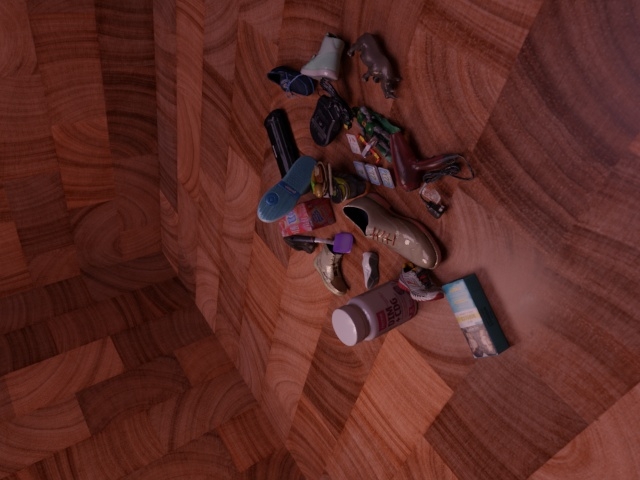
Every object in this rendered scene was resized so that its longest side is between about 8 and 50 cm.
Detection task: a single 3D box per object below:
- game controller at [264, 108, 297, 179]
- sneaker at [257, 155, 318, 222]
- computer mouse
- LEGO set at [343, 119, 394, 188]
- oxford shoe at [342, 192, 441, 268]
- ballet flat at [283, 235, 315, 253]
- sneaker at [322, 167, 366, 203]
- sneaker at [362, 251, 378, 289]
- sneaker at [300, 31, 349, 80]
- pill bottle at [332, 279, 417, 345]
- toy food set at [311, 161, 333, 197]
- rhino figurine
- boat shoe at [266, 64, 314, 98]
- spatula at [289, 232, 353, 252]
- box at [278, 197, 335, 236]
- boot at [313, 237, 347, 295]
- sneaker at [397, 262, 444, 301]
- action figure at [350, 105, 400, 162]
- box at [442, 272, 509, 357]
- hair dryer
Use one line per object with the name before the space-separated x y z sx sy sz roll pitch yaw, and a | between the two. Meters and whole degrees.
game controller | -0.167 -0.408 2.102 0.166 0.067 0.320 171 82 -71
sneaker | -0.127 -0.188 1.949 0.127 0.319 0.208 43 173 1
computer mouse | 0.039 -0.443 1.739 0.189 0.072 0.272 56 154 10
LEGO set | 0.145 -0.284 1.621 0.182 0.060 0.244 28 150 50
oxford shoe | 0.231 -0.018 1.621 0.397 0.146 0.141 40 136 38
ballet flat | -0.094 0.010 2.206 0.084 0.058 0.249 45 164 -28
sneaker | 0.073 -0.208 1.798 0.300 0.121 0.111 -130 37 -61
sneaker | 0.189 0.113 1.846 0.061 0.053 0.152 30 124 57
sneaker | 0.015 -0.645 1.691 0.256 0.094 0.151 35 111 61
pill bottle | 0.190 0.256 1.696 0.160 0.282 0.161 31 131 44
toy food set | -0.004 -0.223 1.762 0.192 0.038 0.133 -164 68 -72
rhino figurine | 0.178 -0.540 1.501 0.243 0.073 0.106 61 149 12
boat shoe | -0.121 -0.611 1.878 0.258 0.089 0.109 35 145 47
spatula | 0.000 0.000 1.969 0.296 0.030 0.084 6 76 26
box | -0.067 -0.100 2.036 0.256 0.128 0.123 -10 98 58
boot | 0.060 0.112 2.009 0.213 0.077 0.165 55 142 24
sneaker | 0.326 0.138 1.591 0.225 0.087 0.093 -146 53 -61
action figure | 0.173 -0.378 1.607 0.232 0.063 0.137 53 147 31
box | 0.473 0.232 1.473 0.100 0.060 0.245 -35 77 56
hair dryer | 0.320 -0.231 1.465 0.293 0.080 0.224 43 134 17
